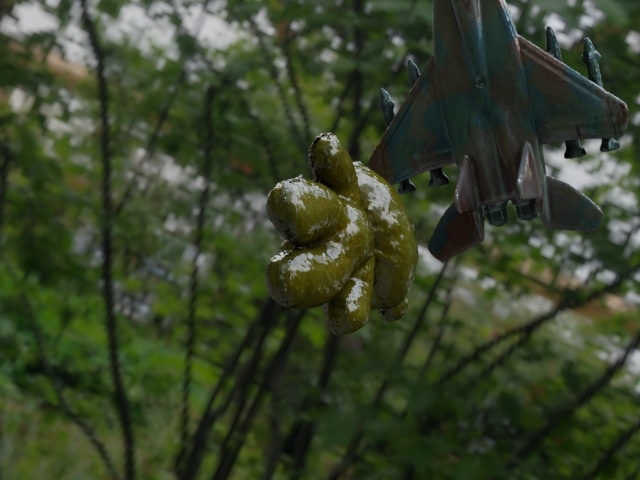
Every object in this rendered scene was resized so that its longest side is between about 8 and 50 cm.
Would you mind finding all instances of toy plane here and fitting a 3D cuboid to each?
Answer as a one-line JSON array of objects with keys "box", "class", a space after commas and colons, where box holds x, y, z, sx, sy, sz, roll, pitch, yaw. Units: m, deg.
[{"box": [0.134, -0.154, 1.339, 0.223, 0.326, 0.104, -12, -10, 22], "class": "toy plane"}]

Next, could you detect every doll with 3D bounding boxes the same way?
[{"box": [0.000, 0.000, 1.120, 0.097, 0.137, 0.209, -13, -7, 22], "class": "doll"}]
